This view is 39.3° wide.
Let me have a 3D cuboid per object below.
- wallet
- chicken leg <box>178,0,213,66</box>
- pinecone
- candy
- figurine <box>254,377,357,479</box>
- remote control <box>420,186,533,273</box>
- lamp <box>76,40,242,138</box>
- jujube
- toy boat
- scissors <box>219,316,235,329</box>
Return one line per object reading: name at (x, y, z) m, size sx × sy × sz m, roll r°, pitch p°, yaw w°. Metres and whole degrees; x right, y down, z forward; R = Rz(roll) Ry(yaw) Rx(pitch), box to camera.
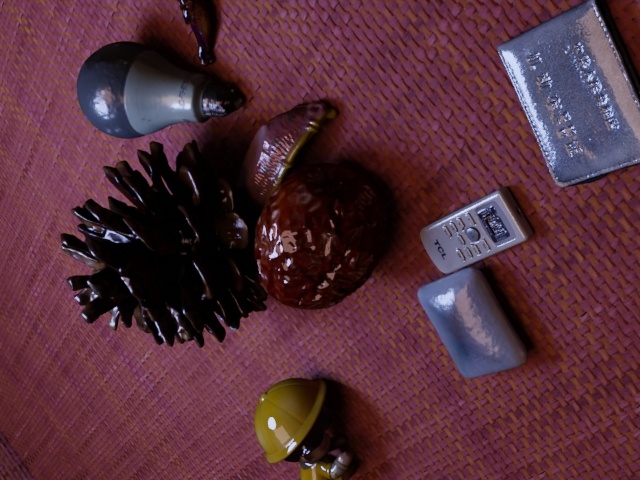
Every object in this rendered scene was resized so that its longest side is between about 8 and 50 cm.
wallet at (0.337, -0.185, 1.164) m, size 0.167 × 0.036 × 0.222 m, roll -19°, pitch 99°, yaw 48°
chicken leg at (-0.226, -0.408, 1.569) m, size 0.093 × 0.053 × 0.205 m, roll 6°, pitch 113°, yaw 68°
pinecone at (-0.284, 0.020, 1.622) m, size 0.398 × 0.398 × 0.397 m, roll 23°, pitch 128°, yaw 33°
candy at (0.239, 0.134, 1.427) m, size 0.138 × 0.071 × 0.174 m, roll -27°, pitch 93°, yaw 49°
figurine at (-0.033, 0.395, 1.774) m, size 0.256 × 0.167 × 0.192 m, roll 68°, pitch 165°, yaw -15°
remote control at (0.233, -0.011, 1.377) m, size 0.190 × 0.029 × 0.087 m, roll -28°, pitch 93°, yaw 49°
lamp at (-0.310, -0.262, 1.637) m, size 0.314 × 0.182 × 0.181 m, roll 20°, pitch 127°, yaw 35°
jujube at (0.000, 0.000, 1.483) m, size 0.213 × 0.213 × 0.232 m, roll 36°, pitch 132°, yaw 23°
toy boat at (-0.082, -0.132, 1.565) m, size 0.318 × 0.099 × 0.140 m, roll 128°, pitch 146°, yaw -47°
scissors at (-0.189, 0.142, 1.891) m, size 0.058 × 0.014 × 0.119 m, roll 40°, pitch 139°, yaw 18°
